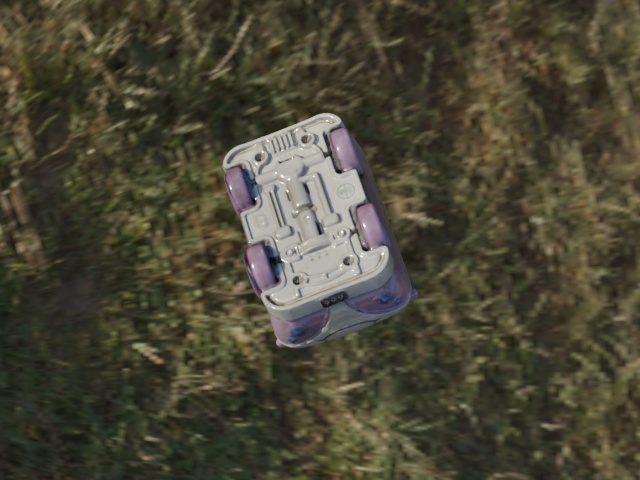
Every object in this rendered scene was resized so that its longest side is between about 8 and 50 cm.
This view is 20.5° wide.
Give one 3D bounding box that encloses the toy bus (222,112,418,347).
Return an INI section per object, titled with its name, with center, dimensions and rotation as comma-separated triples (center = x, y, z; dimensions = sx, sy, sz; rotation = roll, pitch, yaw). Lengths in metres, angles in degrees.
[toy bus]
center = 0.000, 0.000, 1.674
dimensions = 0.142, 0.142, 0.202
rotation = -19, 56, 3
